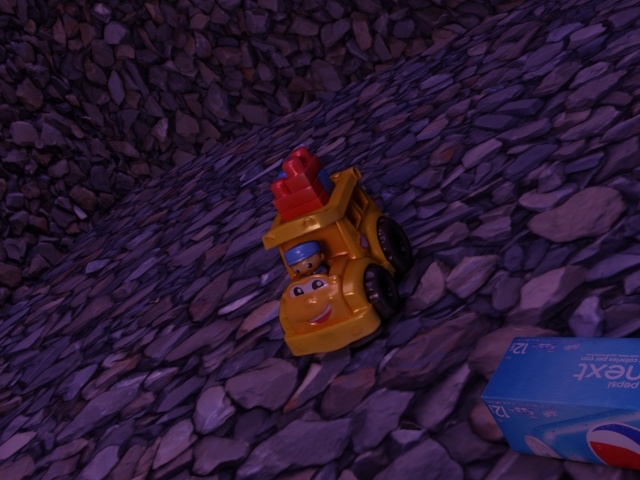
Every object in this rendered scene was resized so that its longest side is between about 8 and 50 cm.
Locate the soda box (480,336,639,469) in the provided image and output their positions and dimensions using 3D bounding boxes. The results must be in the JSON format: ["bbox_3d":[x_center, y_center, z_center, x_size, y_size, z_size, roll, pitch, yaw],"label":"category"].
[{"bbox_3d":[0.227,0.117,0.531,0.210,0.067,0.071,-8,32,48],"label":"soda box"}]

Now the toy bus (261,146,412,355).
[{"bbox_3d":[0.000,0.000,0.918,0.149,0.211,0.220,-20,26,27],"label":"toy bus"}]
